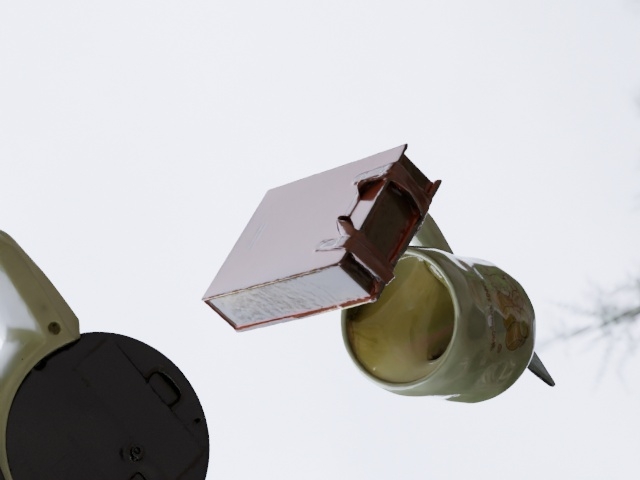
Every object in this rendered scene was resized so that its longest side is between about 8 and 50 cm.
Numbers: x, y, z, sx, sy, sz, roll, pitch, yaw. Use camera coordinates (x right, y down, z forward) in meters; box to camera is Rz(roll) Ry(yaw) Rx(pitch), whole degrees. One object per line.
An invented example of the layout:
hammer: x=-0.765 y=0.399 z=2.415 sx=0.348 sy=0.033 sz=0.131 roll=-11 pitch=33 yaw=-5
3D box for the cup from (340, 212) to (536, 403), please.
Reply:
cup: x=0.116 y=0.074 z=2.002 sx=0.255 sy=0.173 sz=0.202 roll=44 pitch=-163 yaw=30

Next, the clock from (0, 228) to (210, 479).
clock: x=-0.257 y=0.108 z=1.233 sx=0.379 sy=0.120 sz=0.276 roll=47 pitch=-119 yaw=-7

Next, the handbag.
handbag: x=0.000 y=0.000 z=1.359 sx=0.063 sy=0.190 sz=0.127 roll=45 pitch=-123 yaw=-23

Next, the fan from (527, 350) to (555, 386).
fan: x=0.229 y=0.088 z=2.425 sx=0.294 sy=0.012 sz=0.223 roll=46 pitch=-170 yaw=-17
